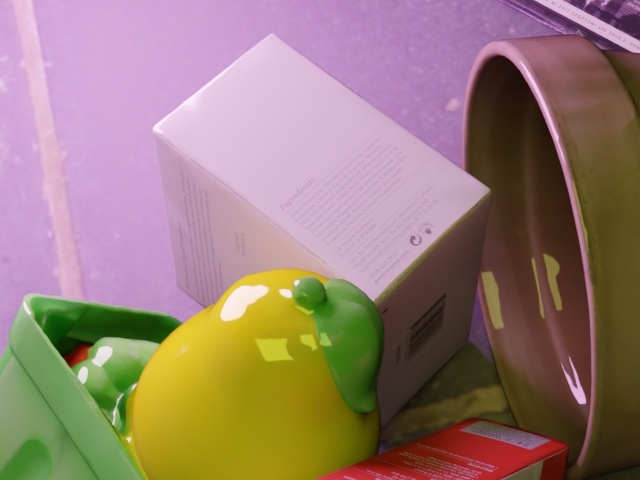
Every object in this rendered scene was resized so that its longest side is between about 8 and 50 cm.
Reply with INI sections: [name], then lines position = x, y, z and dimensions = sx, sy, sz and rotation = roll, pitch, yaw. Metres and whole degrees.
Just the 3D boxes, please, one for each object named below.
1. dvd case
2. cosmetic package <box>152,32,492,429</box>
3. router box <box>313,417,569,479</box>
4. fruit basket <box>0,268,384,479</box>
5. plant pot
[dvd case]
position = 0.275, -0.270, 1.352
dimensions = 0.164, 0.018, 0.221
rotation = 32, 81, 20
[cosmetic package]
position = 0.000, 0.000, 1.201
dimensions = 0.224, 0.224, 0.138
rotation = 37, 64, 21
[router box]
position = 0.038, 0.311, 0.993
dimensions = 0.082, 0.301, 0.336
rotation = 14, 105, 34
[fruit basket]
position = -0.063, 0.164, 1.135
dimensions = 0.392, 0.283, 0.392
rotation = -4, 81, 26
[plant pot]
position = 0.279, -0.003, 1.131
dimensions = 0.280, 0.323, 0.323
rotation = -8, 69, -7
